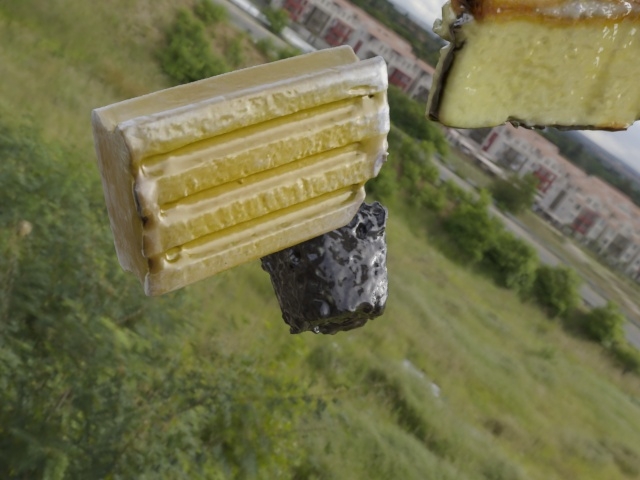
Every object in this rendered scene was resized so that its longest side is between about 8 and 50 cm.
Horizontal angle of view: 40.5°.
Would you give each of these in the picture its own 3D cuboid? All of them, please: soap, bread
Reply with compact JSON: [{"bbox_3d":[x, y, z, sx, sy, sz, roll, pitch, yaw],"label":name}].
[{"bbox_3d":[-0.053,-0.061,0.688,0.232,0.140,0.073,-21,35,-28],"label":"soap"},{"bbox_3d":[0.226,-0.211,0.762,0.198,0.263,0.236,37,46,28],"label":"bread"}]

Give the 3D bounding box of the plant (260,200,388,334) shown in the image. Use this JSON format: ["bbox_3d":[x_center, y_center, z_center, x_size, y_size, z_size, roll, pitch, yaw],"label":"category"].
[{"bbox_3d":[0.000,0.000,0.964,0.142,0.203,0.131,2,-14,-25],"label":"plant"}]
